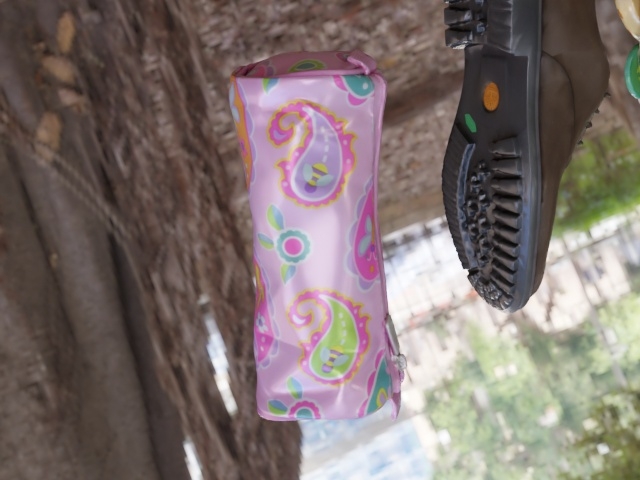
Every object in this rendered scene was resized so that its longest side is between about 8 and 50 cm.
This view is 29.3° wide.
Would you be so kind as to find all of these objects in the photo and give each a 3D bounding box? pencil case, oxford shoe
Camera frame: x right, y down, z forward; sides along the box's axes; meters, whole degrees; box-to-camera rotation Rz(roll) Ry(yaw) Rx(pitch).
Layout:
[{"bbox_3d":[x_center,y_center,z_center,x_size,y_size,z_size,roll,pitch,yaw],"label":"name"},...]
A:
[{"bbox_3d":[0.000,0.000,0.925,0.124,0.284,0.124,-5,-165,1],"label":"pencil case"},{"bbox_3d":[0.125,-0.065,0.692,0.096,0.227,0.083,-12,-153,-28],"label":"oxford shoe"}]

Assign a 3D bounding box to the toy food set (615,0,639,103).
[{"bbox_3d":[0.140,-0.077,0.478,0.020,0.083,0.083,3,-170,39],"label":"toy food set"}]
